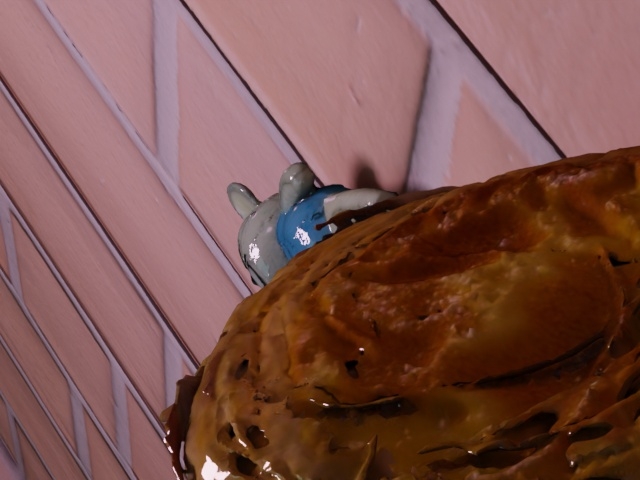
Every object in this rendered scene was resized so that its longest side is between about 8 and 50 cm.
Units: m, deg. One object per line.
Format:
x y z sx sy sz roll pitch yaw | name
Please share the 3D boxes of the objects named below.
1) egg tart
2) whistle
0.084 0.074 0.776 0.297 0.297 0.132 39 149 49 | egg tart
0.000 0.000 1.234 0.114 0.077 0.236 55 160 -9 | whistle
